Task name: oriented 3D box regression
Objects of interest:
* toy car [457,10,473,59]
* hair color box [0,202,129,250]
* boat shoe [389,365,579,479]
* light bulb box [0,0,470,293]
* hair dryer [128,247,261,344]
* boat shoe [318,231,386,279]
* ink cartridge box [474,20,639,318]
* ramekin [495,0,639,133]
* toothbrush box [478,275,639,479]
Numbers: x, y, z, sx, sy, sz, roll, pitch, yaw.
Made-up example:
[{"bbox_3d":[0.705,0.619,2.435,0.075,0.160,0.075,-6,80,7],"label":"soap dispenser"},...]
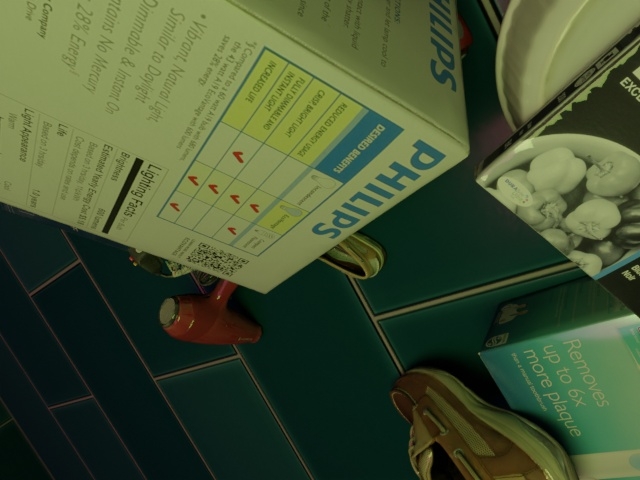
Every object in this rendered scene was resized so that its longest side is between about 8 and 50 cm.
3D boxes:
[{"bbox_3d":[0.171,-0.268,0.472,0.239,0.053,0.224,8,116,29],"label":"toy car"},{"bbox_3d":[-0.382,-0.089,0.825,0.347,0.174,0.105,14,118,27],"label":"hair color box"},{"bbox_3d":[0.162,0.252,0.601,0.123,0.116,0.324,60,164,-8],"label":"boat shoe"},{"bbox_3d":[-0.117,-0.150,0.463,0.361,0.225,0.358,23,145,-25],"label":"light bulb box"},{"bbox_3d":[-0.157,0.086,0.779,0.080,0.224,0.293,-121,16,-44],"label":"hair dryer"},{"bbox_3d":[0.000,0.000,0.693,0.190,0.072,0.068,23,122,22],"label":"boat shoe"},{"bbox_3d":[0.261,-0.053,0.335,0.206,0.045,0.208,37,126,-9],"label":"ink cartridge box"},{"bbox_3d":[0.280,-0.141,0.374,0.273,0.127,0.272,9,126,13],"label":"ramekin"},{"bbox_3d":[0.362,0.140,0.501,0.296,0.126,0.216,-27,96,36],"label":"toothbrush box"}]
